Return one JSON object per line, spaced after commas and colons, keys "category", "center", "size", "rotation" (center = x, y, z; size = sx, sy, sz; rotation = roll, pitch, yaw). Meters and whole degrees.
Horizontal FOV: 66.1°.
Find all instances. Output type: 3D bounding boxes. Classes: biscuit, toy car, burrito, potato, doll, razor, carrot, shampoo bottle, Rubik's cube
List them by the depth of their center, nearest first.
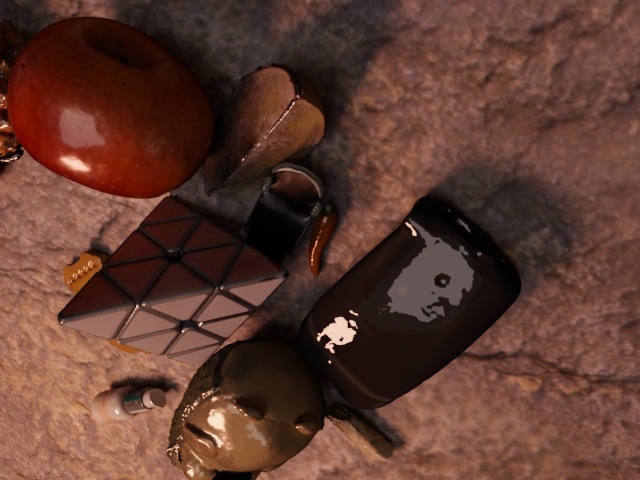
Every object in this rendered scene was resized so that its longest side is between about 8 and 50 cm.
{"category": "potato", "center": [-0.074, -0.168, 0.725], "size": [0.261, 0.100, 0.120], "rotation": [-34, 61, 44]}
{"category": "razor", "center": [0.117, 0.108, 0.739], "size": [0.204, 0.113, 0.349], "rotation": [42, 121, 3]}
{"category": "toy car", "center": [-0.062, -0.039, 0.771], "size": [0.095, 0.056, 0.205], "rotation": [27, 128, -7]}
{"category": "Rubik's cube", "center": [-0.218, 0.072, 0.776], "size": [0.228, 0.229, 0.233], "rotation": [35, 83, -11]}
{"category": "carrot", "center": [0.000, 0.000, 0.787], "size": [0.035, 0.035, 0.142], "rotation": [23, 126, 11]}
{"category": "doll", "center": [-0.148, 0.322, 0.873], "size": [0.247, 0.247, 0.349], "rotation": [49, 130, -4]}
{"category": "burrito", "center": [0.069, 0.352, 0.909], "size": [0.149, 0.041, 0.055], "rotation": [40, 135, 1]}
{"category": "biscuit", "center": [-0.433, 0.139, 1.022], "size": [0.184, 0.035, 0.248], "rotation": [-26, 102, 30]}
{"category": "shampoo bottle", "center": [-0.428, 0.361, 1.096], "size": [0.192, 0.074, 0.074], "rotation": [-19, 104, 29]}

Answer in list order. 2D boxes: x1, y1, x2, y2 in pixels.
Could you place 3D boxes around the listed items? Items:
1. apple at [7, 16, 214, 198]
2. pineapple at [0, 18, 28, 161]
{"category": "apple", "center": [-0.290, -0.185, 0.696], "size": [0.272, 0.251, 0.206], "rotation": [42, 116, 15]}
{"category": "pineapple", "center": [-0.578, -0.258, 0.725], "size": [0.263, 0.272, 0.262], "rotation": [0, 90, 1]}
